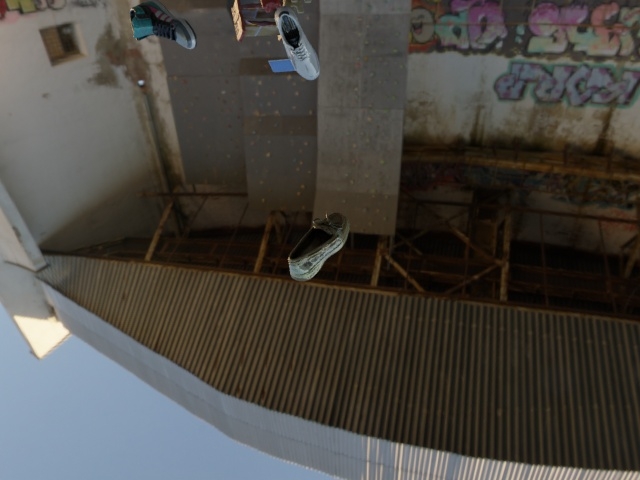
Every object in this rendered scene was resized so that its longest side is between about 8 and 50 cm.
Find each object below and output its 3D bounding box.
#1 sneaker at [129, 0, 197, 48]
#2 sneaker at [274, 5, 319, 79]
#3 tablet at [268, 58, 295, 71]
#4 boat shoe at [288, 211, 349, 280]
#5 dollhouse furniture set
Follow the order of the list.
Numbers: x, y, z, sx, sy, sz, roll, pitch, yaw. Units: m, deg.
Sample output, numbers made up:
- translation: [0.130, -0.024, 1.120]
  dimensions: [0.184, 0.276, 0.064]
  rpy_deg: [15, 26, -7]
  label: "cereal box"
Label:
- translation: [-0.632, -0.821, 1.932]
  dimensions: [0.296, 0.123, 0.178]
  rpy_deg: [40, -127, 18]
  label: "sneaker"
- translation: [-0.081, -0.646, 1.670]
  dimensions: [0.094, 0.258, 0.091]
  rpy_deg: [-23, -146, 16]
  label: "sneaker"
- translation: [-0.132, -0.602, 1.720]
  dimensions: [0.084, 0.054, 0.006]
  rpy_deg: [3, -115, 19]
  label: "tablet"
- translation: [0.000, 0.000, 1.530]
  dimensions: [0.105, 0.089, 0.285]
  rpy_deg: [13, -131, 28]
  label: "boat shoe"
- translation: [-0.203, -0.920, 1.952]
  dimensions: [0.202, 0.152, 0.374]
  rpy_deg: [-11, -178, -22]
  label: "dollhouse furniture set"
